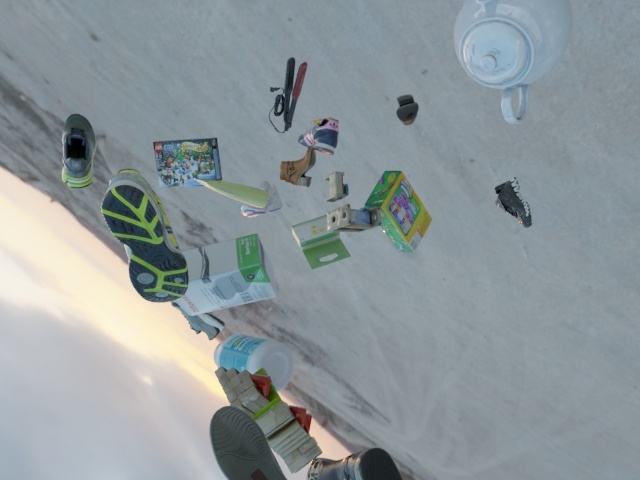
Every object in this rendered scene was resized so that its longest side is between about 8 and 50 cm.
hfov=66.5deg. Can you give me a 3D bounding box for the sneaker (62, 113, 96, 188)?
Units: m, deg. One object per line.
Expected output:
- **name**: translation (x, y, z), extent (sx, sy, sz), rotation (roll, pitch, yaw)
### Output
- **sneaker**: translation (-0.797, -0.319, 1.614), extent (0.121, 0.111, 0.300), rotation (-58, 43, 47)

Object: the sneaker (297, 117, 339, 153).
- **sneaker**: translation (0.000, -0.430, 1.988), extent (0.112, 0.131, 0.319), rotation (14, -171, -25)

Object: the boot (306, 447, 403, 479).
- **boot**: translation (0.111, 0.704, 1.202), extent (0.284, 0.138, 0.378), rotation (-32, 78, 50)

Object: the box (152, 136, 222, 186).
- **box**: translation (-0.457, -0.267, 1.680), extent (0.232, 0.044, 0.159), rotation (1, 107, 19)

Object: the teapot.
- **teapot**: translation (0.380, -0.406, 1.009), extent (0.256, 0.187, 0.253), rotation (32, 152, 6)

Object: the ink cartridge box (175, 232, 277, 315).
- **ink cartridge box**: translation (-0.299, 0.109, 1.487), extent (0.211, 0.288, 0.122), rotation (75, -178, -57)

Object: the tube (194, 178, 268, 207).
- **tube**: translation (-0.280, -0.162, 1.564), extent (0.240, 0.062, 0.070), rotation (14, 142, -36)

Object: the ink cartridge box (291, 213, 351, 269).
- **ink cartridge box**: translation (0.000, 0.000, 1.930), extent (0.235, 0.171, 0.056), rotation (-121, 17, -49)

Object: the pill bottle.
- **pill bottle**: translation (-0.213, 0.360, 1.460), extent (0.264, 0.146, 0.146), rotation (-2, 137, 46)

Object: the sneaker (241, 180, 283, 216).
- **sneaker**: translation (-0.284, -0.193, 2.261), extent (0.114, 0.305, 0.152), rotation (-10, 97, 23)

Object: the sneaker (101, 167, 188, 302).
- **sneaker**: translation (-0.407, -0.003, 1.189), extent (0.147, 0.145, 0.385), rotation (-107, 12, -48)

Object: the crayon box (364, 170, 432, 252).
- **crayon box**: translation (0.290, -0.102, 1.782), extent (0.081, 0.165, 0.278), rotation (8, 149, 46)

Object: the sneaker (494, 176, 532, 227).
- **sneaker**: translation (0.712, -0.131, 1.821), extent (0.078, 0.106, 0.235), rotation (55, -156, -47)

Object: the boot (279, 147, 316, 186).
- **boot**: translation (-0.108, -0.348, 2.226), extent (0.152, 0.197, 0.073), rotation (17, -170, 20)

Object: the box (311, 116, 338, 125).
- **box**: translation (0.017, -0.610, 2.534), extent (0.136, 0.028, 0.081), rotation (-4, 178, 37)

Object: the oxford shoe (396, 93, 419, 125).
- **oxford shoe**: translation (0.303, -0.434, 1.681), extent (0.076, 0.212, 0.076), rotation (-7, 123, 13)

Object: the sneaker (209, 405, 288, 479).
- **sneaker**: translation (-0.110, 0.375, 0.776), extent (0.222, 0.083, 0.118), rotation (52, 150, 17)

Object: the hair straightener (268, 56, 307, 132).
- **hair straightener**: translation (-0.102, -0.413, 1.400), extent (0.089, 0.047, 0.231), rotation (28, 132, 14)

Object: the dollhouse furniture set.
- **dollhouse furniture set**: translation (0.104, -0.128, 1.583), extent (0.129, 0.184, 0.129), rotation (2, 169, -31)

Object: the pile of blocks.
- **pile of blocks**: translation (-0.097, 0.391, 1.123), extent (0.362, 0.112, 0.149), rotation (60, 173, -31)

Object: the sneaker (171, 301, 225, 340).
- **sneaker**: translation (-0.564, 0.349, 2.183), extent (0.271, 0.108, 0.100), rotation (29, 172, 13)
